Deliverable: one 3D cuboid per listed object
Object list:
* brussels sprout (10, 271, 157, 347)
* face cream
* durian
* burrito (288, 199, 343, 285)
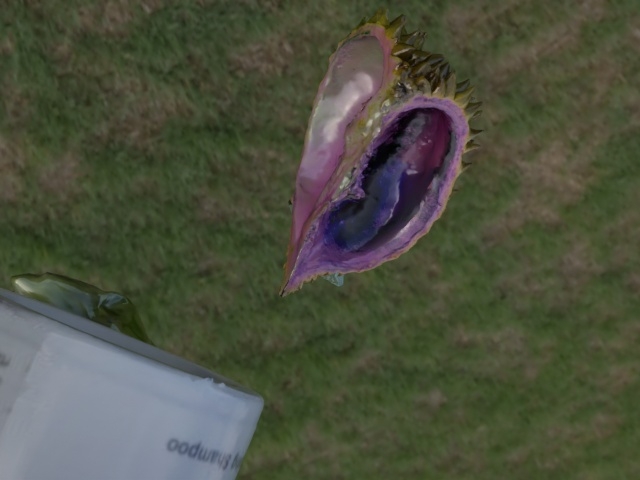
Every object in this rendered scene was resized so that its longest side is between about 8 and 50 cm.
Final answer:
[{"bbox_3d":[-0.267,0.264,1.201,0.342,0.425,0.361,-29,120,13],"label":"brussels sprout"},{"bbox_3d":[-0.155,0.211,0.503,0.145,0.145,0.369,25,84,-44],"label":"face cream"},{"bbox_3d":[0.048,-0.099,1.138,0.154,0.186,0.260,-7,152,-40],"label":"durian"},{"bbox_3d":[0.001,0.000,1.429,0.044,0.074,0.118,-24,99,-21],"label":"burrito"}]
